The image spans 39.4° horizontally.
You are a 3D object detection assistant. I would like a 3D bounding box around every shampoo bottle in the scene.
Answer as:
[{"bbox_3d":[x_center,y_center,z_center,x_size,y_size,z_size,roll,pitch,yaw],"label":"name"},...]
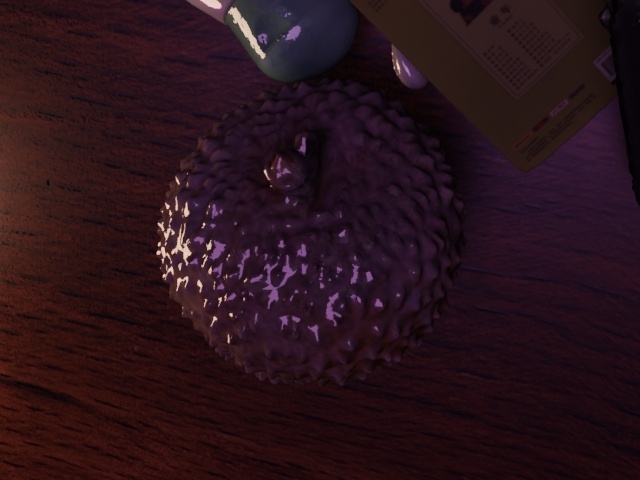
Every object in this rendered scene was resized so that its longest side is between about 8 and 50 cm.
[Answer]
[{"bbox_3d":[-0.090,-0.351,1.094,0.222,0.151,0.350,-37,88,34],"label":"shampoo bottle"}]

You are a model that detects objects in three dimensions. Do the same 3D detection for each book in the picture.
[{"bbox_3d":[0.228,-0.265,1.074,0.352,0.035,0.239,39,109,-25],"label":"book"}]

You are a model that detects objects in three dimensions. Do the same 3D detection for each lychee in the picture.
[{"bbox_3d":[0.000,0.000,1.104,0.380,0.380,0.432,4,155,12],"label":"lychee"}]

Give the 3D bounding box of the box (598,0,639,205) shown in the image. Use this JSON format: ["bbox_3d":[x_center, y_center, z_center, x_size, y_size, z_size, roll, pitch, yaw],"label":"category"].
[{"bbox_3d":[0.500,-0.189,0.977,0.350,0.091,0.359,-11,132,18],"label":"box"}]

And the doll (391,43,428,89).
[{"bbox_3d":[0.124,-0.349,1.096,0.237,0.111,0.252,45,111,-7],"label":"doll"}]
